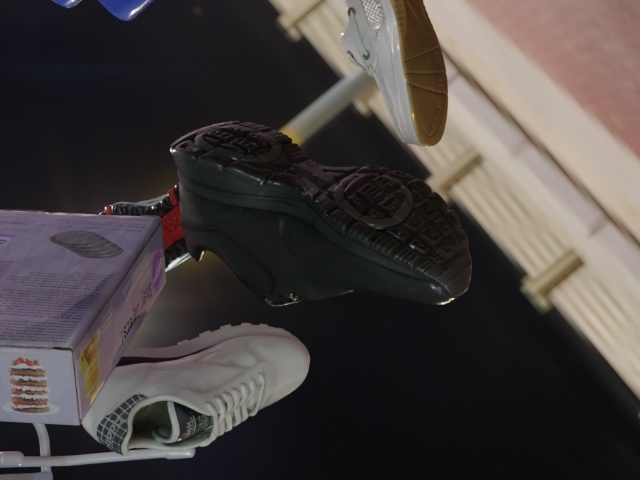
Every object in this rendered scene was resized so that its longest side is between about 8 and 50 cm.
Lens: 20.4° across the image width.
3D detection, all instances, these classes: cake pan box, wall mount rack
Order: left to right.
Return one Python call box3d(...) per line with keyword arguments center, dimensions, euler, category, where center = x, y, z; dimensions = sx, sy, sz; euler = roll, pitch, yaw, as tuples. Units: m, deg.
box3d(center=(-0.272, 0.049, 1.333), dimensions=(0.246, 0.267, 0.070), euler=(-68, -22, -68), category="cake pan box")
box3d(center=(-0.296, 0.364, 2.162), dimensions=(0.304, 0.130, 0.350), euler=(5, -103, -47), category="wall mount rack")

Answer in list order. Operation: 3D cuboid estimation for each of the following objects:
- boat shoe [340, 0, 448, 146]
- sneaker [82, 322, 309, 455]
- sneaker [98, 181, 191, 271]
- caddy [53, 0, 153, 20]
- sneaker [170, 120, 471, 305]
box3d(center=(0.071, -0.233, 2.026), dimensions=(0.098, 0.096, 0.277), euler=(-2, -102, -59), category="boat shoe")
box3d(center=(-0.099, 0.135, 1.523), dimensions=(0.095, 0.235, 0.090), euler=(36, 127, 45), category="sneaker")
box3d(center=(-0.154, -0.013, 2.071), dimensions=(0.125, 0.262, 0.104), euler=(-11, -96, -52), category="sneaker")
box3d(center=(-0.204, -0.336, 1.417), dimensions=(0.341, 0.179, 0.241), euler=(49, -165, 11), category="caddy")
box3d(center=(0.000, 0.000, 1.442), dimensions=(0.286, 0.109, 0.130), euler=(25, 124, 34), category="sneaker")
